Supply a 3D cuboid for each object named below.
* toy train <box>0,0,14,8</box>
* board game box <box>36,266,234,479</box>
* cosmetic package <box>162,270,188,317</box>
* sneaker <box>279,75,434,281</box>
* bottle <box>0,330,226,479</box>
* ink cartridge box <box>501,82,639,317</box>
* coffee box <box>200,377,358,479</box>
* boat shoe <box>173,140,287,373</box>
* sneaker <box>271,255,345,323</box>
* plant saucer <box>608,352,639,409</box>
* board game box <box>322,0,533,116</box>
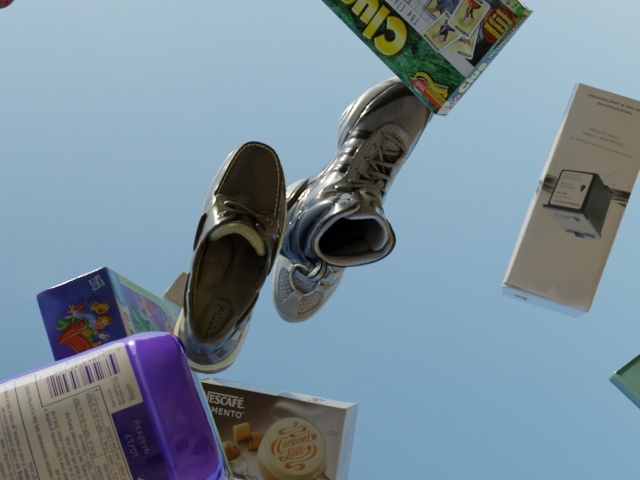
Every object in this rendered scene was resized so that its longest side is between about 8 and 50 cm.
[{"bbox_3d":[-0.209,-0.290,0.709,0.143,0.248,0.105,52,-147,-44],"label":"toy train"},{"bbox_3d":[-0.165,0.219,0.952,0.233,0.078,0.347,59,-171,-74],"label":"board game box"},{"bbox_3d":[-0.211,0.133,1.583,0.099,0.239,0.060,36,-110,5],"label":"cosmetic package"},{"bbox_3d":[0.058,-0.065,1.038,0.101,0.268,0.153,40,-177,-31],"label":"sneaker"},{"bbox_3d":[-0.205,0.152,0.569,0.283,0.092,0.118,-20,-116,-12],"label":"bottle"},{"bbox_3d":[0.236,-0.030,0.853,0.082,0.190,0.139,18,177,13],"label":"ink cartridge box"},{"bbox_3d":[-0.078,0.303,1.439,0.098,0.247,0.141,18,-99,-75],"label":"coffee box"},{"bbox_3d":[-0.071,0.005,0.807,0.080,0.073,0.223,19,-114,-8],"label":"boat shoe"},{"bbox_3d":[0.000,0.000,1.326,0.105,0.281,0.115,26,-164,3],"label":"sneaker"},{"bbox_3d":[0.414,0.196,1.040,0.192,0.067,0.018,50,173,42],"label":"plant saucer"},{"bbox_3d":[0.078,-0.263,0.938,0.259,0.136,0.030,48,-150,18],"label":"board game box"}]
